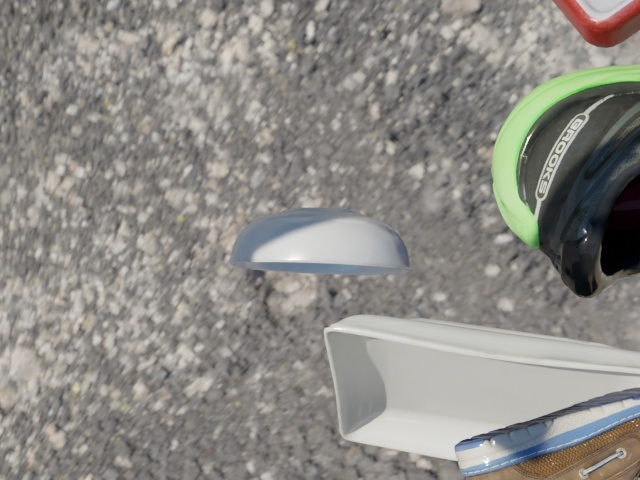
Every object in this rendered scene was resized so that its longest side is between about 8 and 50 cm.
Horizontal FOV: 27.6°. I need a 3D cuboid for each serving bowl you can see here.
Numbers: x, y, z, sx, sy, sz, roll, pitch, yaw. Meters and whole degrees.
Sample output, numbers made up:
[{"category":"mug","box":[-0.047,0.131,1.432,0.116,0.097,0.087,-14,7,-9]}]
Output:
[{"category":"serving bowl","box":[0.000,0.000,0.603,0.083,0.083,0.027,3,85,-16]}]

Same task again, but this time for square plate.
[{"category":"square plate","box":[0.186,0.165,1.368,0.347,0.344,0.049,8,65,8]}]

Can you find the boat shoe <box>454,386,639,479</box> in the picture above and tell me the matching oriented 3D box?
[{"category":"boat shoe","box":[0.180,0.142,0.866,0.183,0.066,0.066,-14,86,-10]}]

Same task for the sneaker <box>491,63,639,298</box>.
[{"category":"sneaker","box":[0.376,-0.056,0.963,0.483,0.185,0.202,-16,43,6]}]

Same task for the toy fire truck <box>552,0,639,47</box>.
[{"category":"toy fire truck","box":[0.237,-0.332,1.061,0.254,0.169,0.302,-35,67,2]}]
